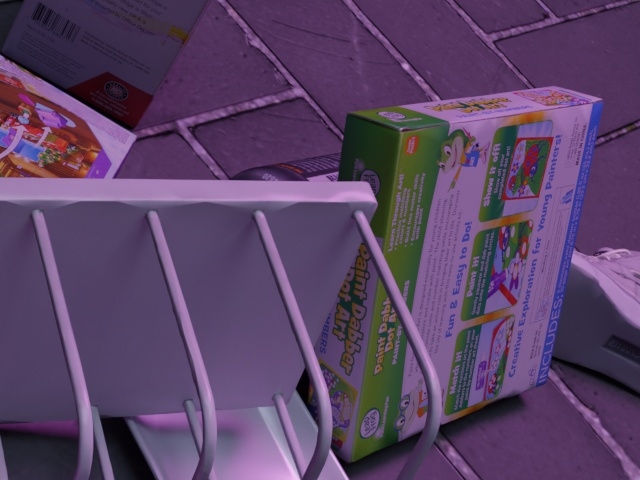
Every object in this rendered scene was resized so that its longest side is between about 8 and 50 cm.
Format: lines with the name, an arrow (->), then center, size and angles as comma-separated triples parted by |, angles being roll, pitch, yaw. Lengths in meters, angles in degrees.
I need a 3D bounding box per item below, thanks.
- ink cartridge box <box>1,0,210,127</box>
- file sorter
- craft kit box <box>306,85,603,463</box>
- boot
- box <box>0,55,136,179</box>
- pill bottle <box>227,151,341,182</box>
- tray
ink cartridge box -> -0.152, -0.212, 1.089 | 0.128, 0.176, 0.127 | 31, 38, -10
file sorter -> -0.098, 0.093, 0.756 | 0.278, 0.192, 0.173 | -1, 46, -26
craft kit box -> 0.103, 0.018, 1.011 | 0.061, 0.249, 0.247 | 23, 23, 36
boot -> 0.250, 0.049, 1.227 | 0.258, 0.095, 0.123 | 32, 31, -21
box -> -0.293, -0.076, 0.934 | 0.293, 0.057, 0.201 | 31, 37, -9
pill bottle -> 0.000, 0.000, 1.031 | 0.246, 0.130, 0.130 | -13, 60, -45
tray -> -0.032, 0.191, 0.891 | 0.145, 0.030, 0.270 | -7, 56, -44
